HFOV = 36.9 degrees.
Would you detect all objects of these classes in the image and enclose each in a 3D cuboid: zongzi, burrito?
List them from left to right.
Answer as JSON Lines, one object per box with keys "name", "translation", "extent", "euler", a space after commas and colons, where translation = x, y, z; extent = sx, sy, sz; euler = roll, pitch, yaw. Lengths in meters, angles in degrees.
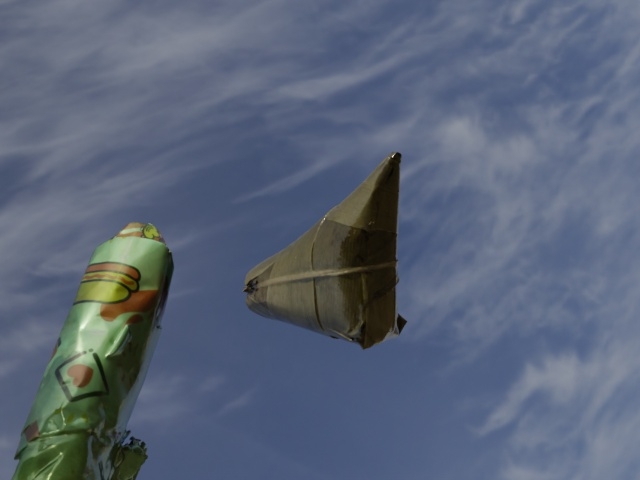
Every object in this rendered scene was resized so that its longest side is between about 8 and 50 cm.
{"name": "burrito", "translation": [-0.131, 0.118, 0.553], "extent": [0.104, 0.054, 0.288], "euler": [81, -167, -44]}
{"name": "zongzi", "translation": [0.000, 0.000, 0.865], "extent": [0.078, 0.160, 0.176], "euler": [-25, -61, -54]}
